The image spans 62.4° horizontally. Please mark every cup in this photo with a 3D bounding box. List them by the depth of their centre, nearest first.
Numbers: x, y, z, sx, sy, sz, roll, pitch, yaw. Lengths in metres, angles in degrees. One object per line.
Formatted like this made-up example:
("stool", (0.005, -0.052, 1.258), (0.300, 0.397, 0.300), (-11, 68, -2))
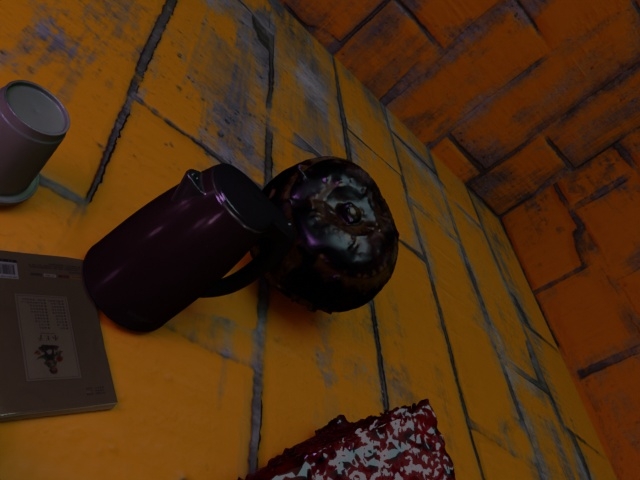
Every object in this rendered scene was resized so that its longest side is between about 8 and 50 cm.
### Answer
("cup", (-0.375, -0.121, 0.635), (0.120, 0.141, 0.120), (40, 28, -26))

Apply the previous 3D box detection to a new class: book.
("book", (-0.314, 0.102, 0.603), (0.138, 0.016, 0.199), (13, 46, -52))

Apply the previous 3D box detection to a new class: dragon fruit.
("dragon fruit", (0.028, 0.306, 0.680), (0.330, 0.302, 0.241), (14, 90, -35))

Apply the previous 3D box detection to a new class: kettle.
("kettle", (-0.160, 0.015, 0.699), (0.202, 0.232, 0.144), (39, 27, -38))

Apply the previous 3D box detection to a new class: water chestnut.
("water chestnut", (0.000, 0.000, 0.996), (0.300, 0.300, 0.300), (38, 31, -27))
